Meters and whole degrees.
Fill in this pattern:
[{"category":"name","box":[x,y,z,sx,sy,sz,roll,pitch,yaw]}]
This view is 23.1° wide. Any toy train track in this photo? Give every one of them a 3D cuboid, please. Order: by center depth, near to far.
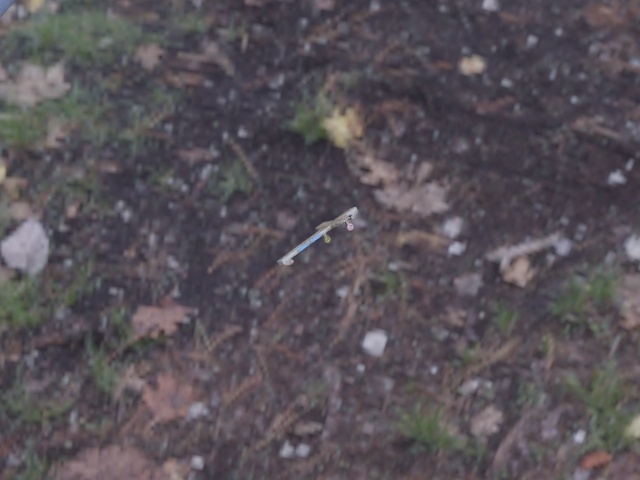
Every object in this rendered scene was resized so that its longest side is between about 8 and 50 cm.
[{"category":"toy train track","box":[0.000,0.000,1.295,0.083,0.048,0.014,-35,101,-25]}]

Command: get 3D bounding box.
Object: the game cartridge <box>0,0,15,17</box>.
[{"category":"game cartridge","box":[-0.363,-0.163,1.395,0.060,0.294,0.196,47,38,-14]}]
